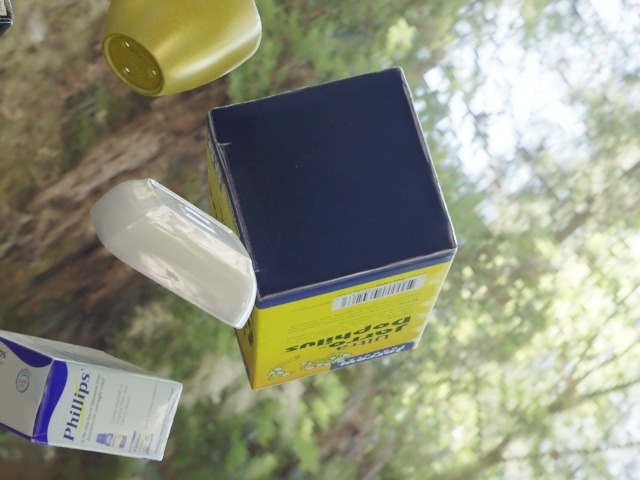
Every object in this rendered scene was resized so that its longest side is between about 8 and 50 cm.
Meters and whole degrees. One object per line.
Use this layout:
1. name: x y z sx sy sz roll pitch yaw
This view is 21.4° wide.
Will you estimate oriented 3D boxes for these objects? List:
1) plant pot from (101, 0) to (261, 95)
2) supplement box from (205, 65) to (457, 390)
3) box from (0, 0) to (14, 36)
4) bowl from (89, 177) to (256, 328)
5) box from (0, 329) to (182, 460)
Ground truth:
1. plant pot: -0.133 -0.179 1.452 0.134 0.095 0.134 27 -34 21
2. supplement box: 0.000 0.000 1.702 0.356 0.195 0.194 98 -23 -71
3. box: -0.326 -0.198 1.322 0.220 0.051 0.175 -34 -112 48
4. bowl: -0.111 0.003 1.361 0.142 0.142 0.053 34 -84 -19
5. box: -0.211 0.130 1.429 0.126 0.137 0.072 14 -92 49
